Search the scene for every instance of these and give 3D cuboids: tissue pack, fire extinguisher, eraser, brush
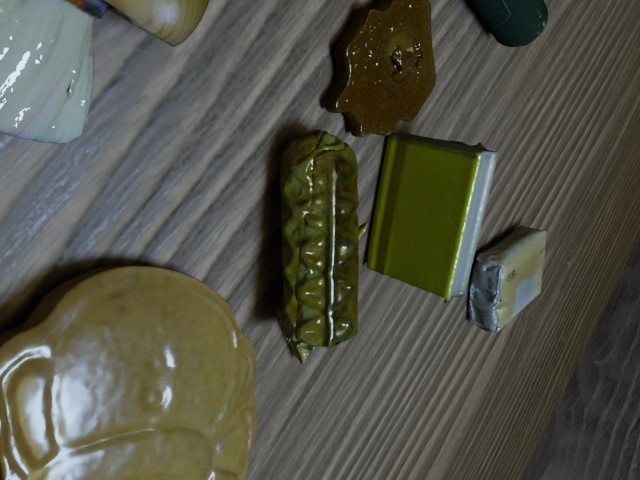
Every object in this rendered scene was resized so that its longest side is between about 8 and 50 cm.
[{"bbox_3d":[0.424,0.084,1.256,0.222,0.090,0.186,-26,123,-41],"label":"tissue pack"},{"bbox_3d":[0.251,-0.394,0.815,0.095,0.115,0.311,-31,150,26],"label":"fire extinguisher"},{"bbox_3d":[0.159,-0.042,0.825,0.069,0.158,0.226,-8,113,-46],"label":"eraser"},{"bbox_3d":[-0.181,-0.163,0.375,0.166,0.174,0.266,-61,159,10],"label":"brush"}]

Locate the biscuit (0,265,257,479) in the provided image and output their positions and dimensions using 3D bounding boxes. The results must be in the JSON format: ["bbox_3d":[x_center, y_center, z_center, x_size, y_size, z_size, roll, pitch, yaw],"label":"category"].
[{"bbox_3d":[-0.176,0.198,0.557,0.312,0.057,0.352,-5,96,-53],"label":"biscuit"}]

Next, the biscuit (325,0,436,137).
[{"bbox_3d":[0.079,-0.227,0.746,0.215,0.034,0.182,-39,132,-30],"label":"biscuit"}]

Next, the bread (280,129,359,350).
[{"bbox_3d":[-0.001,0.000,0.689,0.087,0.098,0.270,-71,161,-79],"label":"bread"}]

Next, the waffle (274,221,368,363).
[{"bbox_3d":[0.018,0.075,0.811,0.191,0.032,0.125,-41,132,-28],"label":"waffle"}]
